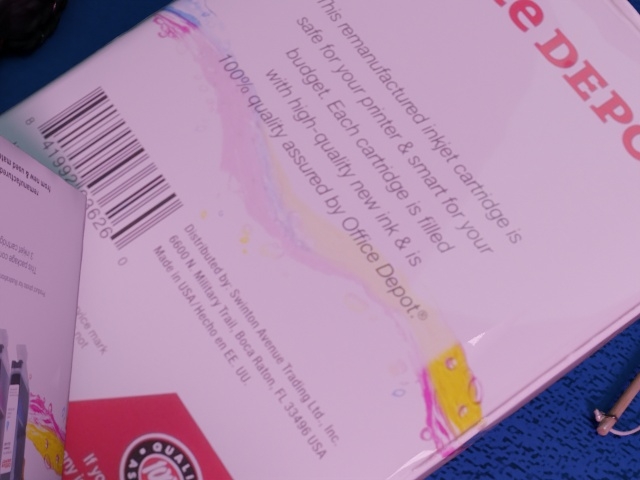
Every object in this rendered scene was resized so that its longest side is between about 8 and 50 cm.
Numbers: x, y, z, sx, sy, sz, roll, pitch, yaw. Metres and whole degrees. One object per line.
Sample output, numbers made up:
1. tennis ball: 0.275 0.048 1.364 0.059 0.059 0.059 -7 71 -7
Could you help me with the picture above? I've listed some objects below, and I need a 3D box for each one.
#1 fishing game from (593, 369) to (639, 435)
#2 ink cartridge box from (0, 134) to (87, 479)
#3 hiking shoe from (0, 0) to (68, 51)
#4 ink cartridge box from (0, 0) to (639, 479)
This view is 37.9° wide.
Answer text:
1. fishing game: 0.310 0.159 0.585 0.189 0.041 0.264 -34 77 -32
2. ink cartridge box: -0.162 0.053 0.294 0.128 0.127 0.176 0 76 8
3. hiking shoe: -0.236 -0.126 0.519 0.114 0.086 0.227 27 44 3
4. ink cartridge box: 0.000 0.000 0.424 0.306 0.131 0.226 -34 74 -6
